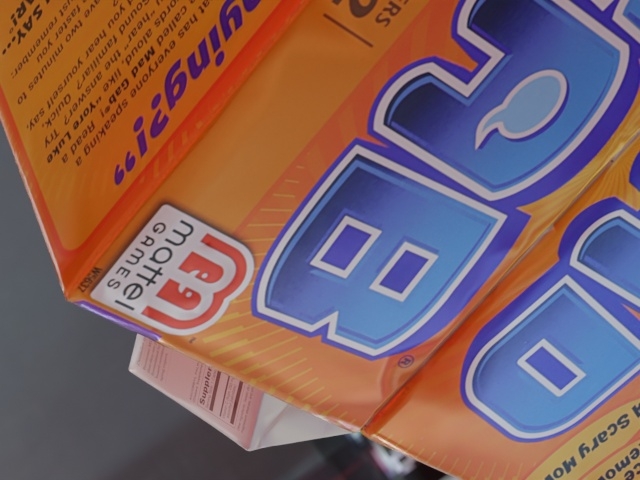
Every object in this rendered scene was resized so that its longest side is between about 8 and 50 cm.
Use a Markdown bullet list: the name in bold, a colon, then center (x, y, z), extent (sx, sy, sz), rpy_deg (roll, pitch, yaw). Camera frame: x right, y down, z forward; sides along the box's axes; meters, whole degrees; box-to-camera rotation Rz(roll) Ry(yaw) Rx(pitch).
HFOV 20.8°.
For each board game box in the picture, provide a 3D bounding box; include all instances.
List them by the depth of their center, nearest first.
- **board game box**: center (0.071, -0.136, 0.897), extent (0.356, 0.356, 0.356), rpy_deg (29, -160, -36)

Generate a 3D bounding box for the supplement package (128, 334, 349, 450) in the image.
- **supplement package**: center (0.000, 0.000, 1.314), extent (0.145, 0.204, 0.261), rpy_deg (28, 111, 39)
